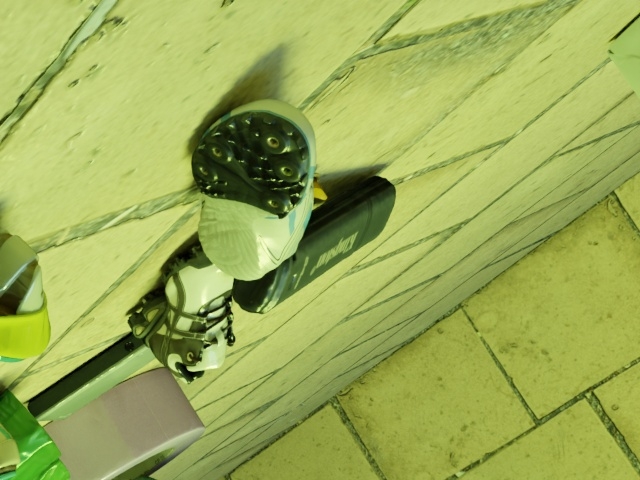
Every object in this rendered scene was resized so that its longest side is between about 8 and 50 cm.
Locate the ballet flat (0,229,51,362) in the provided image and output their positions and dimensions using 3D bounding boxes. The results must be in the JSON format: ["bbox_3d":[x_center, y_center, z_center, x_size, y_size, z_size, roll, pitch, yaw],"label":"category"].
[{"bbox_3d":[-0.207,0.030,0.865,0.077,0.077,0.231,-52,165,11],"label":"ballet flat"}]

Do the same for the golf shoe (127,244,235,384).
[{"bbox_3d":[-0.100,0.061,1.310,0.077,0.094,0.198,-26,167,-31],"label":"golf shoe"}]

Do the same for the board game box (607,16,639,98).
[{"bbox_3d":[0.477,-0.266,1.547,0.303,0.097,0.224,-28,170,-35],"label":"board game box"}]

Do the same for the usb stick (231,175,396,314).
[{"bbox_3d":[0.000,0.000,1.345,0.077,0.045,0.278,-59,168,25],"label":"usb stick"}]

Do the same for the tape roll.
[{"bbox_3d":[-0.276,0.263,1.772,0.275,0.090,0.275,-31,170,-6],"label":"tape roll"}]

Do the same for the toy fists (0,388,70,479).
[{"bbox_3d":[-0.326,0.225,1.403,0.142,0.096,0.279,-41,172,-16],"label":"toy fists"}]

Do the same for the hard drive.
[{"bbox_3d":[-0.225,0.138,1.500,0.135,0.022,0.094,-33,171,4],"label":"hard drive"}]

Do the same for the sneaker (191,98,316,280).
[{"bbox_3d":[-0.040,-0.046,1.036,0.086,0.085,0.237,-58,177,-22],"label":"sneaker"}]

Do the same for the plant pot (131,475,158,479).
[{"bbox_3d":[-0.227,0.430,1.788,0.293,0.235,0.293,-32,170,-6],"label":"plant pot"}]

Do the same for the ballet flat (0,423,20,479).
[{"bbox_3d":[-0.369,0.211,1.229,0.248,0.086,0.086,-28,171,1],"label":"ballet flat"}]

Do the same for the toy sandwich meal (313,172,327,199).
[{"bbox_3d":[-0.030,-0.029,1.267,0.086,0.029,0.085,-32,171,-6],"label":"toy sandwich meal"}]
